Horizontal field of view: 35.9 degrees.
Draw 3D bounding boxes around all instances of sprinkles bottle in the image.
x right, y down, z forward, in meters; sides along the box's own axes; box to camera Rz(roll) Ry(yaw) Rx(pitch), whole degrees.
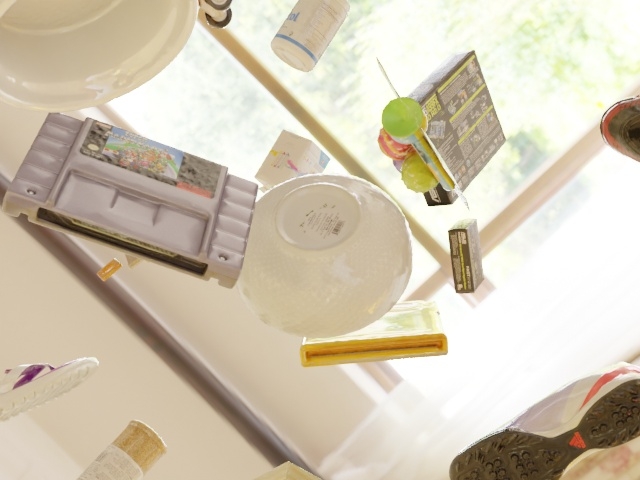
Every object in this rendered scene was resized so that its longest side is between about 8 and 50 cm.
[{"bbox_3d":[-0.520,0.587,2.333,0.121,0.355,0.121,29,146,22],"label":"sprinkles bottle"}]

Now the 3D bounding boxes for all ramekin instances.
[{"bbox_3d":[-0.303,-0.295,1.211,0.135,0.277,0.277,62,-163,20],"label":"ramekin"}]

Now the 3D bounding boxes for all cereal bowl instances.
[{"bbox_3d":[0.000,0.000,1.787,0.339,0.339,0.141,55,163,37],"label":"cereal bowl"}]

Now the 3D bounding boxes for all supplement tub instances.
[{"bbox_3d":[-0.014,-0.291,1.353,0.071,0.107,0.071,31,171,5],"label":"supplement tub"}]

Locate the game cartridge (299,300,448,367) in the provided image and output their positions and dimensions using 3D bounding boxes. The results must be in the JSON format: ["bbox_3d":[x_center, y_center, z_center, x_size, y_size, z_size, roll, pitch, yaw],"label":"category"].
[{"bbox_3d":[0.108,0.182,2.027,0.323,0.286,0.052,-80,-16,-79],"label":"game cartridge"}]

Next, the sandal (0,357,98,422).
[{"bbox_3d":[-0.685,0.330,2.215,0.416,0.169,0.102,-23,-104,-41],"label":"sandal"}]

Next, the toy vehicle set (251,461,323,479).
[{"bbox_3d":[-0.082,0.493,1.788,0.166,0.267,0.035,34,-139,-24],"label":"toy vehicle set"}]

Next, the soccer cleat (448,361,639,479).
[{"bbox_3d":[0.329,0.271,1.411,0.108,0.318,0.116,61,-175,-12],"label":"soccer cleat"}]

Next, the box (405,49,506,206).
[{"bbox_3d":[0.261,-0.226,1.971,0.270,0.060,0.216,-47,-59,-41],"label":"box"}]

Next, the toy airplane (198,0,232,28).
[{"bbox_3d":[-0.396,-0.508,2.039,0.384,0.386,0.272,-27,-92,-52],"label":"toy airplane"}]

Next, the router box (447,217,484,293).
[{"bbox_3d":[0.267,0.028,1.811,0.092,0.038,0.122,-33,-64,-66],"label":"router box"}]

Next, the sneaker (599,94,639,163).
[{"bbox_3d":[0.450,-0.108,1.146,0.276,0.097,0.135,22,-160,29],"label":"sneaker"}]

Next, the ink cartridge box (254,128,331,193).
[{"bbox_3d":[-0.064,-0.147,2.115,0.090,0.143,0.092,24,171,37],"label":"ink cartridge box"}]

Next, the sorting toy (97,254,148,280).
[{"bbox_3d":[-0.428,-0.003,2.566,0.047,0.348,0.196,54,179,-25],"label":"sorting toy"}]

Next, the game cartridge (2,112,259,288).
[{"bbox_3d":[-0.277,-0.071,1.516,0.355,0.068,0.230,19,-137,-11],"label":"game cartridge"}]

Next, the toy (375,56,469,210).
[{"bbox_3d":[0.099,-0.100,1.088,0.136,0.056,0.237,60,-175,15],"label":"toy"}]
